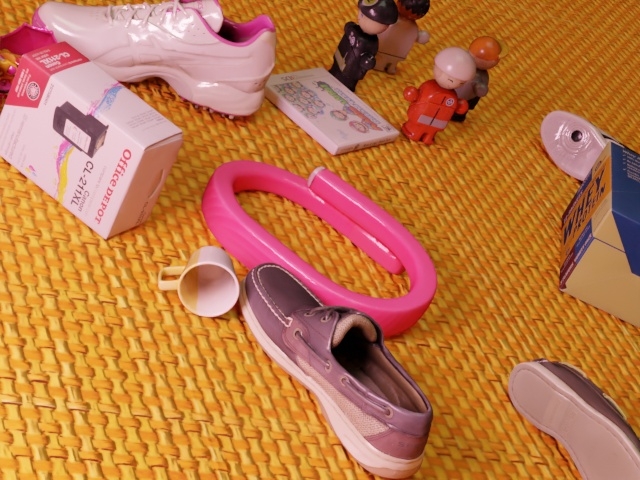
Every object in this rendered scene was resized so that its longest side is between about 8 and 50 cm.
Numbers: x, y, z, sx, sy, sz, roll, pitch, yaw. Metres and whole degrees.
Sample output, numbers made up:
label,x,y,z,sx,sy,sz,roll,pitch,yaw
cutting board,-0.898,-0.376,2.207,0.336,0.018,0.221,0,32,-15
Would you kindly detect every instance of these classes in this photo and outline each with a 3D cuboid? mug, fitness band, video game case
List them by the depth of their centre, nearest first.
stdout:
label,x,y,z,sx,sy,sz,roll,pitch,yaw
mug,-0.121,0.033,1.545,0.078,0.062,0.064,28,21,-14
fitness band,0.000,0.000,1.701,0.291,0.054,0.209,37,31,17
video game case,0.010,-0.175,2.011,0.157,0.019,0.143,42,33,23

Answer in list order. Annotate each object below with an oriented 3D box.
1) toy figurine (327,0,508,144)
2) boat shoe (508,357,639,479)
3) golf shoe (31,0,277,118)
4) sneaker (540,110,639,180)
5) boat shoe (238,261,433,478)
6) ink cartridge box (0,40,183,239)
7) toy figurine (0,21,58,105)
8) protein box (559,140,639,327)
label,x,y,z,sx,sy,sz,roll,pitch,yaw
toy figurine,0.140,-0.259,2.119,0.213,0.148,0.209,36,31,14
boat shoe,0.298,0.206,1.601,0.069,0.081,0.228,-8,43,-40
golf shoe,-0.197,-0.257,1.849,0.306,0.140,0.115,14,34,-20
sneaker,0.429,-0.113,2.221,0.217,0.079,0.121,40,19,24
boat shoe,0.020,0.110,1.506,0.103,0.092,0.285,-2,41,-41
ink cartridge box,-0.247,-0.106,1.583,0.175,0.127,0.072,37,32,16
toy figurine,-0.343,-0.196,1.661,0.159,0.130,0.173,5,33,-50
protein box,0.432,0.005,1.964,0.200,0.136,0.201,25,30,-4
